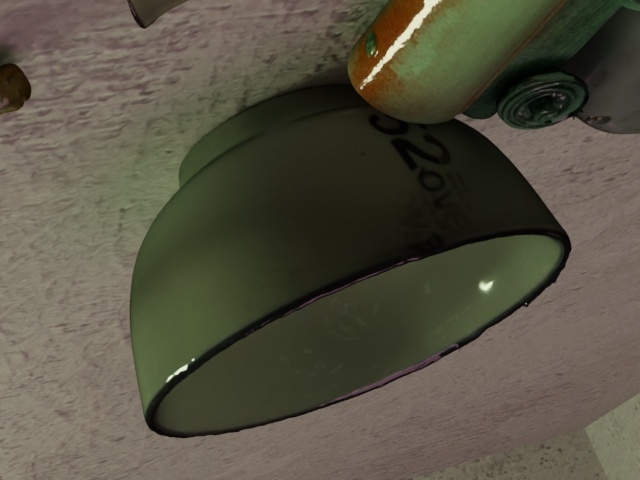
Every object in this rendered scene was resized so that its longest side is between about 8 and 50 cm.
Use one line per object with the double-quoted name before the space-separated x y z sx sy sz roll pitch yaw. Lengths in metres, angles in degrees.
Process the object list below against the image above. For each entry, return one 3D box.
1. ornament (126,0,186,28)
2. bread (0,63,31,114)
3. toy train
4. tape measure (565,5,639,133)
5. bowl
"ornament" -0.039 -0.175 0.896 0.156 0.081 0.075 -20 -164 1
"bread" -0.223 -0.087 0.987 0.088 0.034 0.049 -18 176 -2
"toy train" 0.133 -0.169 1.072 0.177 0.116 0.285 1 154 -26
"tape measure" 0.297 -0.167 1.228 0.246 0.125 0.243 -18 161 -15
"bowl" 0.000 0.000 1.252 0.354 0.185 0.354 -21 162 -7
